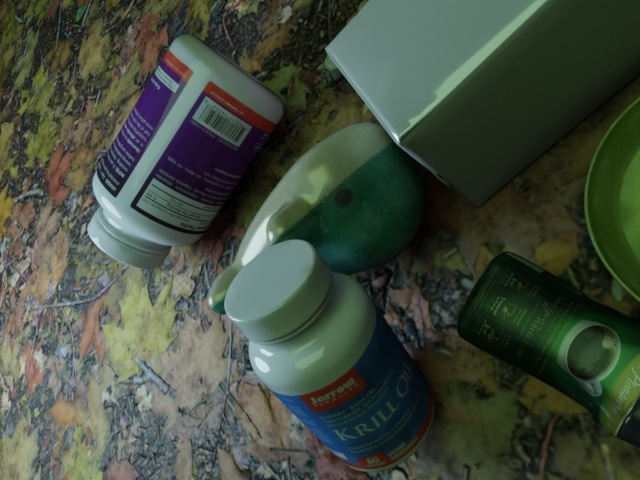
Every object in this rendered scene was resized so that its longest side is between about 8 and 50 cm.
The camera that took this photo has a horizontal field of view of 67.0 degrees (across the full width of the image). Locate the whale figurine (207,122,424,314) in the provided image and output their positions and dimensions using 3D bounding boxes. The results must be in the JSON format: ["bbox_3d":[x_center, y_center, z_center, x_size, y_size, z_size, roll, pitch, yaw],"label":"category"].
[{"bbox_3d":[0.000,0.000,0.539,0.272,0.216,0.141,-44,87,12],"label":"whale figurine"}]

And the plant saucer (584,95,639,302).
[{"bbox_3d":[0.345,-0.036,0.379,0.240,0.037,0.241,-11,71,35],"label":"plant saucer"}]

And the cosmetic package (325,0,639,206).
[{"bbox_3d":[0.211,-0.221,0.431,0.365,0.197,0.155,-41,57,19],"label":"cosmetic package"}]

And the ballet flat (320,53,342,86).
[{"bbox_3d":[0.033,-0.265,0.671,0.114,0.041,0.041,-39,58,22],"label":"ballet flat"}]

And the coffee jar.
[{"bbox_3d":[0.218,0.089,0.411,0.184,0.079,0.096,33,95,39],"label":"coffee jar"}]

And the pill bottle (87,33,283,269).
[{"bbox_3d":[-0.210,-0.120,0.721,0.323,0.181,0.181,-53,54,12],"label":"pill bottle"}]

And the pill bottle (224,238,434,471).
[{"bbox_3d":[0.011,0.109,0.453,0.124,0.222,0.124,-25,32,17],"label":"pill bottle"}]
